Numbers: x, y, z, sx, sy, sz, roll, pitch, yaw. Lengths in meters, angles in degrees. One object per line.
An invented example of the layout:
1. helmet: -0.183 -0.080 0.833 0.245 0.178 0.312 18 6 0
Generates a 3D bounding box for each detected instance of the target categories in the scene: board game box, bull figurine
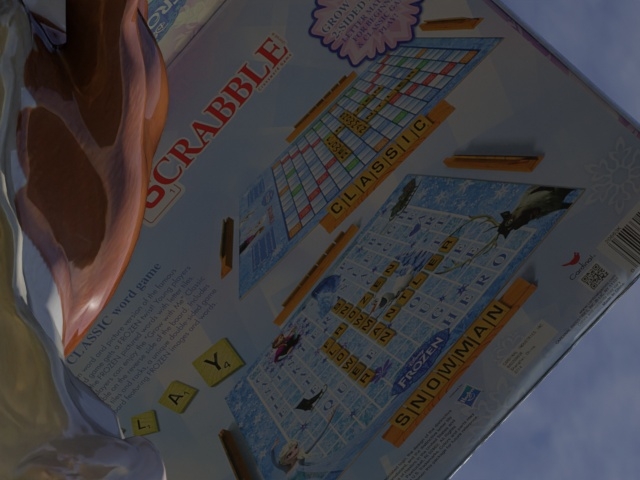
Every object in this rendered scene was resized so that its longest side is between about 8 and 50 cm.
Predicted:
1. board game box: 0.000 0.000 1.031 0.318 0.066 0.318 -47 -55 9
2. bull figurine: -0.087 -0.041 0.539 0.101 0.310 0.188 7 -65 -13
